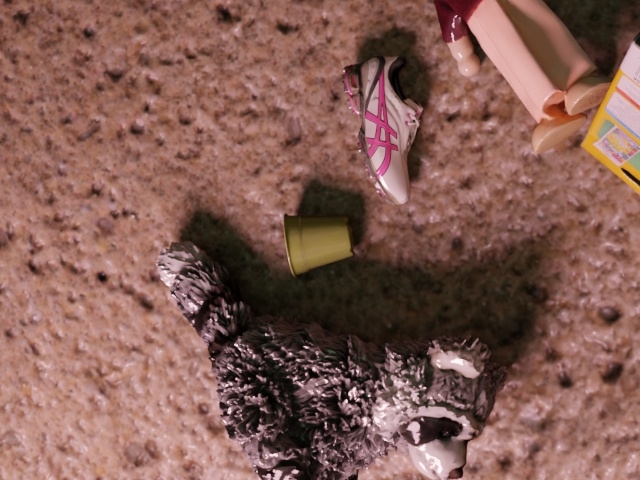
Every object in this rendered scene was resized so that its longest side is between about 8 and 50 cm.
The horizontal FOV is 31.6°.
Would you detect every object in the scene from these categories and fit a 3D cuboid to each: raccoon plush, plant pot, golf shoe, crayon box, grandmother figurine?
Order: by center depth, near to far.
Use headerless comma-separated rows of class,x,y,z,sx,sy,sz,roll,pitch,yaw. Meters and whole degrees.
crayon box,0.395,-0.111,1.175,0.203,0.323,0.083,42,83,11
grandmother figurine,0.198,-0.278,1.301,0.342,0.104,0.208,55,129,18
raccoon plush,0.013,0.113,1.363,0.299,0.216,0.446,-37,82,9
golf shoe,0.087,-0.136,1.384,0.086,0.067,0.186,-15,89,17
plant pot,0.000,0.000,1.421,0.079,0.083,0.083,-10,90,7
